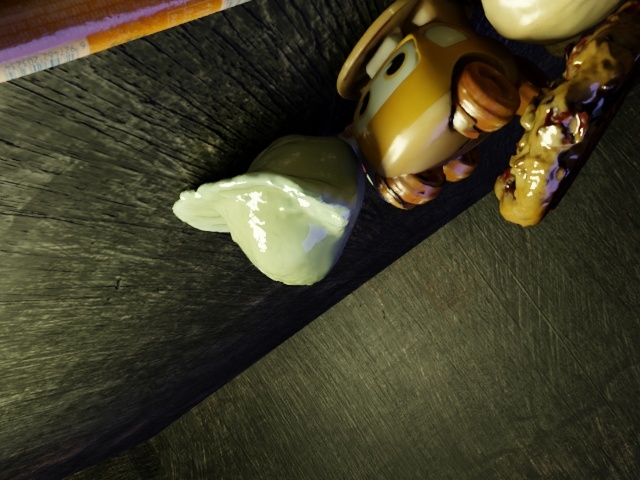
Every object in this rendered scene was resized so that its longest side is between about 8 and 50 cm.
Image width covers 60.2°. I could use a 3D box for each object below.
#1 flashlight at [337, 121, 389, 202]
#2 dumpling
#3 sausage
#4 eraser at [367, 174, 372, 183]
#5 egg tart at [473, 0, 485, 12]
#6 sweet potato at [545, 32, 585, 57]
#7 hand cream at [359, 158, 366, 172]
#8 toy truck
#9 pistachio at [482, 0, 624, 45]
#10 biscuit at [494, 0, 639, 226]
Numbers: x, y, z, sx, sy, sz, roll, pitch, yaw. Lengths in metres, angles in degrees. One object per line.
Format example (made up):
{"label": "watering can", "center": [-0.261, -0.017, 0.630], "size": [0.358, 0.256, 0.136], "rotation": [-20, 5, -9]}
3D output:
{"label": "flashlight", "center": [0.091, -0.128, 0.853], "size": [0.093, 0.200, 0.047], "rotation": [-12, 133, -11]}
{"label": "dumpling", "center": [-0.046, -0.034, 0.801], "size": [0.270, 0.211, 0.320], "rotation": [-25, 154, -25]}
{"label": "sausage", "center": [-0.125, -0.187, 0.418], "size": [0.348, 0.053, 0.053], "rotation": [-29, 165, -21]}
{"label": "eraser", "center": [0.146, -0.147, 1.215], "size": [0.083, 0.038, 0.019], "rotation": [-28, 162, -23]}
{"label": "egg tart", "center": [0.333, -0.384, 0.751], "size": [0.252, 0.098, 0.232], "rotation": [-38, 163, 27]}
{"label": "sweet potato", "center": [0.477, -0.395, 1.085], "size": [0.075, 0.074, 0.269], "rotation": [-41, 173, 23]}
{"label": "hand cream", "center": [0.024, -0.132, 1.009], "size": [0.216, 0.038, 0.052], "rotation": [-19, 132, -38]}
{"label": "toy truck", "center": [0.159, -0.192, 0.740], "size": [0.288, 0.211, 0.204], "rotation": [-26, 164, -44]}
{"label": "pistachio", "center": [0.289, -0.344, 0.573], "size": [0.299, 0.187, 0.188], "rotation": [-51, 160, 28]}
{"label": "biscuit", "center": [0.312, -0.157, 0.667], "size": [0.334, 0.081, 0.289], "rotation": [-41, 156, -32]}
